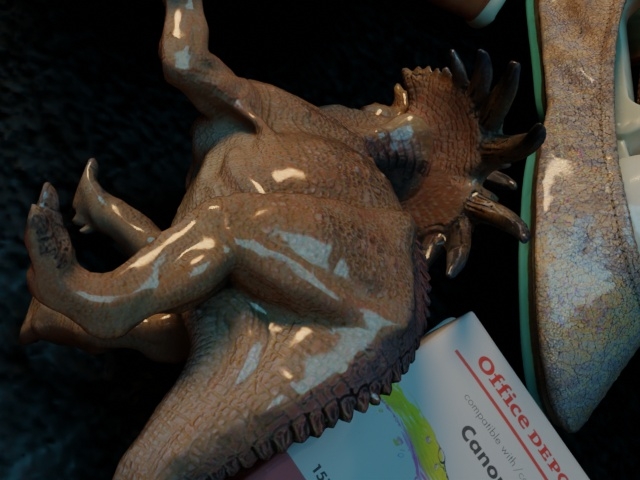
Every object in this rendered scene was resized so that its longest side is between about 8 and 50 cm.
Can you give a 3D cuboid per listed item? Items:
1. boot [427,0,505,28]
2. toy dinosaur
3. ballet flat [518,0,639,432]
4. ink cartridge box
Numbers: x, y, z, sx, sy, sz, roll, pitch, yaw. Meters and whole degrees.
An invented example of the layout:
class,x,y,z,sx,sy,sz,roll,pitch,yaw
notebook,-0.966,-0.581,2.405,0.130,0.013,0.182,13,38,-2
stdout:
class,x,y,z,sx,sy,sz,roll,pitch,yaw
boot,0.096,-0.206,0.612,0.085,0.059,0.157,30,64,-20
toy dinosaur,0.000,0.000,0.384,0.200,0.127,0.295,18,46,-9
ballet flat,0.166,-0.051,0.525,0.107,0.106,0.316,49,41,-50
ink cartridge box,0.045,0.111,0.420,0.198,0.067,0.115,-31,85,-37
